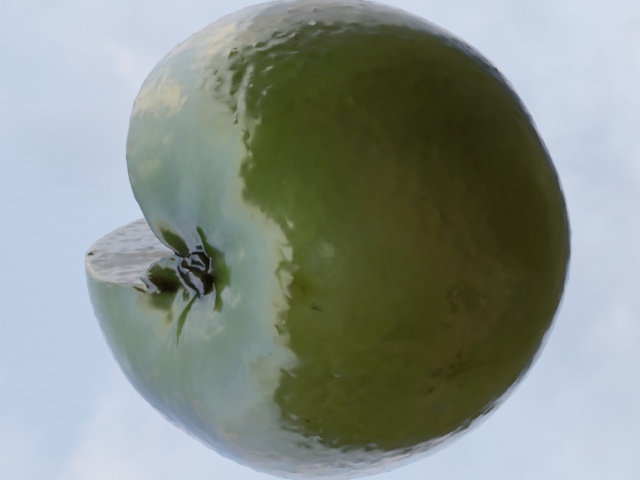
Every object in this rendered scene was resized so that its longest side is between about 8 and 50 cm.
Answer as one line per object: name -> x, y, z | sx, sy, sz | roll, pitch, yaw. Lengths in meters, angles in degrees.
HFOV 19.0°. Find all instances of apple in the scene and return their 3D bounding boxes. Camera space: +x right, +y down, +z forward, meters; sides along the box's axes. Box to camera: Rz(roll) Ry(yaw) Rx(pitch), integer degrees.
apple -> 0.000, 0.000, 1.141 | 0.254, 0.292, 0.292 | -17, -82, -48
